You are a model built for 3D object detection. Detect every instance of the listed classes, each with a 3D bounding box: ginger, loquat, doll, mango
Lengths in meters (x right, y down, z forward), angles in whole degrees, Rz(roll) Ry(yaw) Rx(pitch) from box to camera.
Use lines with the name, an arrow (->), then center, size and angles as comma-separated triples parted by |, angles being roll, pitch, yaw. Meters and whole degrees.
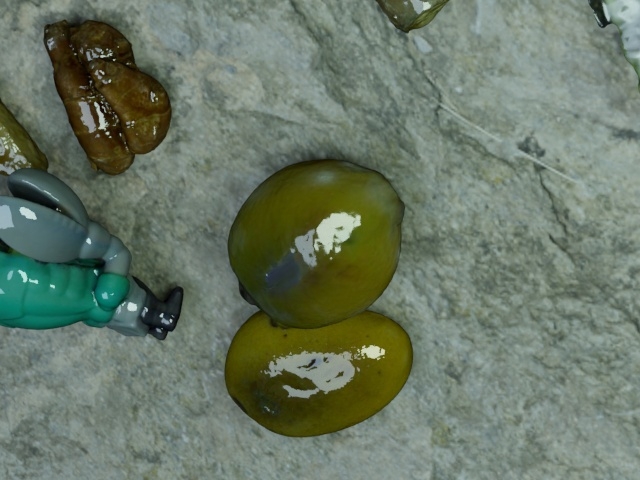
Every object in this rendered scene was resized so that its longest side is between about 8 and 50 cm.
ginger -> -0.207, -0.145, 1.775 | 0.103, 0.073, 0.162 | -20, 103, 33
loquat -> 0.000, 0.000, 1.699 | 0.195, 0.152, 0.152 | -38, 93, 27
doll -> -0.276, 0.024, 1.857 | 0.195, 0.153, 0.258 | -16, 145, 43
mango -> -0.002, 0.121, 1.788 | 0.195, 0.098, 0.137 | -18, 101, 28

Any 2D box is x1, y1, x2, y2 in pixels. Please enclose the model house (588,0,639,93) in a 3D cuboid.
model house -> 0.336, -0.264, 1.315 | 0.266, 0.261, 0.321 | -13, 112, 30

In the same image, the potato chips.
potato chips -> -0.384, -0.235, 1.835 | 0.080, 0.057, 0.407 | -18, 105, 20

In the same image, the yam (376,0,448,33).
yam -> -0.006, -0.334, 1.570 | 0.081, 0.081, 0.357 | -34, 96, 36
